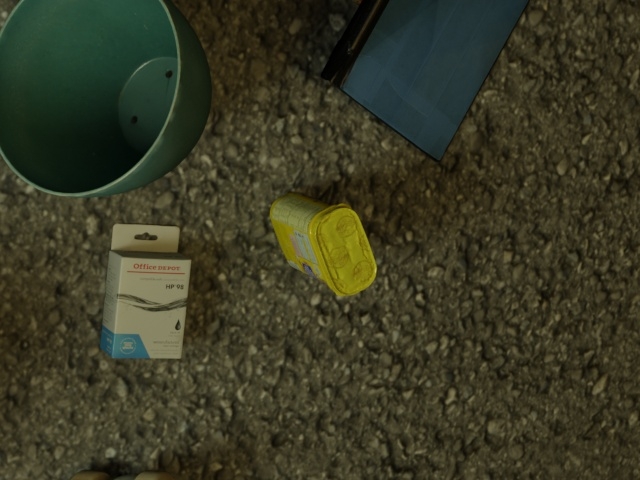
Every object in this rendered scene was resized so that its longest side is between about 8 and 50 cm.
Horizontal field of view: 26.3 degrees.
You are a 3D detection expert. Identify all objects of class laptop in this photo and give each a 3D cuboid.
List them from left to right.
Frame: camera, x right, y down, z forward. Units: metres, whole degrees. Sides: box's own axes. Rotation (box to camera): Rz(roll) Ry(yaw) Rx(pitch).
[{"bbox_3d":[0.196,-0.341,1.905,0.236,0.408,0.382,29,86,-5],"label":"laptop"}]

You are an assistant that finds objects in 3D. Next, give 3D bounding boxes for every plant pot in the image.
[{"bbox_3d":[-0.253,-0.187,1.760,0.195,0.290,0.290,14,95,-63],"label":"plant pot"}]

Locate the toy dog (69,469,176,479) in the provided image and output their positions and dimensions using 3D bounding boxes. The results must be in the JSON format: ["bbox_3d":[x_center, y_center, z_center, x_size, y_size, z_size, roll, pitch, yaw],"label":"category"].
[{"bbox_3d":[-0.260,0.463,1.931,0.161,0.220,0.334,-1,111,-57],"label":"toy dog"}]

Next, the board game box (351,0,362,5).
[{"bbox_3d":[0.036,-0.435,1.949,0.193,0.045,0.147,27,88,-28],"label":"board game box"}]

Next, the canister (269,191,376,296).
[{"bbox_3d":[0.000,0.000,1.950,0.073,0.170,0.126,-28,111,-18],"label":"canister"}]

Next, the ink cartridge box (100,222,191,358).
[{"bbox_3d":[-0.242,0.071,1.910,0.104,0.060,0.180,2,99,-25],"label":"ink cartridge box"}]
